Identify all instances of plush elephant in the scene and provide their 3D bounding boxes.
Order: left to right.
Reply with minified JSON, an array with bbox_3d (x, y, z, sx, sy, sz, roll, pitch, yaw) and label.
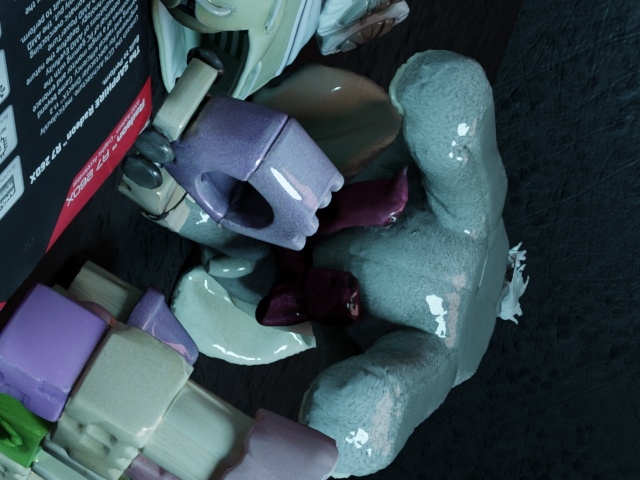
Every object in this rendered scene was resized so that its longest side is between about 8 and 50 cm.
[{"bbox_3d":[0.000,0.000,0.951,0.330,0.255,0.271,13,91,-70],"label":"plush elephant"}]

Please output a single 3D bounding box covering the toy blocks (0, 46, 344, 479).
[{"bbox_3d":[-0.057,0.131,0.698,0.309,0.260,0.288,-61,-176,-27],"label":"toy blocks"}]

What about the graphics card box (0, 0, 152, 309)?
[{"bbox_3d":[-0.150,-0.108,0.414,0.232,0.094,0.371,-57,166,-35],"label":"graphics card box"}]

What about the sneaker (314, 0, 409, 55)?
[{"bbox_3d":[0.011,-0.202,0.896,0.090,0.115,0.232,-27,180,-7],"label":"sneaker"}]

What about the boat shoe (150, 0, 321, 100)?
[{"bbox_3d":[-0.047,-0.158,0.732,0.094,0.109,0.302,-60,169,-19],"label":"boat shoe"}]
